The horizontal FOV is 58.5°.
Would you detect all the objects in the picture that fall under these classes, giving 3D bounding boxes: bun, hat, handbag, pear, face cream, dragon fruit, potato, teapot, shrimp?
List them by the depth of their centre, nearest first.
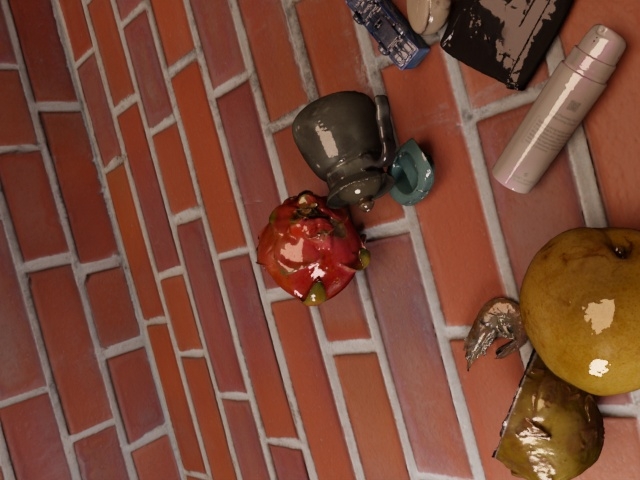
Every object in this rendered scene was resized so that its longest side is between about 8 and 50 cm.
[{"bbox_3d":[0.521,0.121,1.055,0.315,0.314,0.314,13,109,41],"label":"pear"},{"bbox_3d":[0.472,-0.257,1.139,0.102,0.102,0.345,45,127,26],"label":"face cream"},{"bbox_3d":[0.381,-0.463,1.185,0.223,0.080,0.246,41,126,28],"label":"handbag"},{"bbox_3d":[0.495,0.367,1.190,0.196,0.246,0.299,19,133,24],"label":"potato"},{"bbox_3d":[0.255,-0.533,1.283,0.138,0.094,0.138,169,90,-77],"label":"bun"},{"bbox_3d":[0.415,0.236,1.364,0.126,0.047,0.223,33,121,22],"label":"shrimp"},{"bbox_3d":[0.099,-0.216,1.407,0.305,0.223,0.284,-28,73,33],"label":"teapot"},{"bbox_3d":[0.234,-0.171,1.408,0.138,0.078,0.191,67,153,19],"label":"hat"},{"bbox_3d":[0.000,0.000,1.519,0.305,0.306,0.225,57,132,17],"label":"dragon fruit"}]

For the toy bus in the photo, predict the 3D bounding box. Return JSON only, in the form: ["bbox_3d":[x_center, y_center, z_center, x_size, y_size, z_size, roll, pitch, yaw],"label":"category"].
[{"bbox_3d":[0.159,-0.514,1.373,0.079,0.094,0.236,-44,72,34],"label":"toy bus"}]
